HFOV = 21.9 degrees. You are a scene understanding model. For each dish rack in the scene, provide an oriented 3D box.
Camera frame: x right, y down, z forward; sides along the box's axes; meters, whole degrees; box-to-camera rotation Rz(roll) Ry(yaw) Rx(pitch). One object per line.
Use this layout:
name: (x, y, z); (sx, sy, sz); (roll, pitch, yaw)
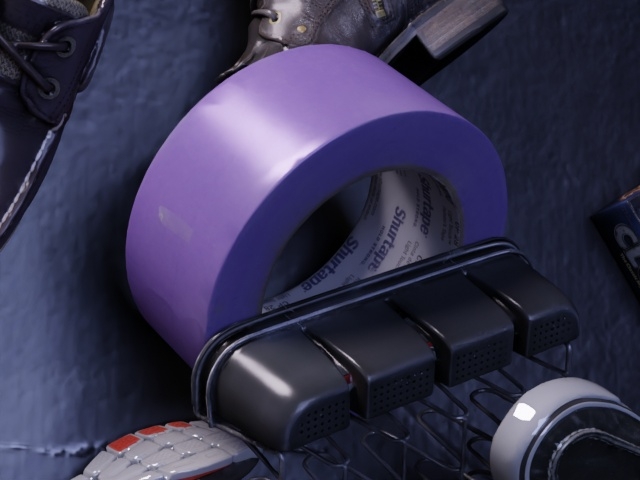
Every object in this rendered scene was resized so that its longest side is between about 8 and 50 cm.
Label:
dish rack: (0.042, 0.152, 0.861); (0.208, 0.074, 0.272); (-17, 121, -30)

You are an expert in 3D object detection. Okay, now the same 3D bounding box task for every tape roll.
tape roll: (0.000, 0.000, 0.854); (0.189, 0.080, 0.189); (-22, 132, -27)

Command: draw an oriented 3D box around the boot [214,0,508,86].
boot: (-0.038, -0.165, 0.945); (0.263, 0.091, 0.229); (-34, 87, -29)

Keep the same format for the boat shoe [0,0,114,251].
boat shoe: (-0.161, -0.115, 0.857); (0.103, 0.092, 0.285); (26, 68, -18)

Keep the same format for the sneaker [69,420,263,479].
sneaker: (-0.097, 0.145, 0.857); (0.158, 0.061, 0.065); (-23, 115, -28)

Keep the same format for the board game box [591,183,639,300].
board game box: (0.300, 0.048, 1.070); (0.165, 0.042, 0.243); (-31, 92, -29)

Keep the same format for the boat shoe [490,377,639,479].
boat shoe: (0.168, 0.138, 0.856); (0.219, 0.070, 0.078); (36, 88, -43)
